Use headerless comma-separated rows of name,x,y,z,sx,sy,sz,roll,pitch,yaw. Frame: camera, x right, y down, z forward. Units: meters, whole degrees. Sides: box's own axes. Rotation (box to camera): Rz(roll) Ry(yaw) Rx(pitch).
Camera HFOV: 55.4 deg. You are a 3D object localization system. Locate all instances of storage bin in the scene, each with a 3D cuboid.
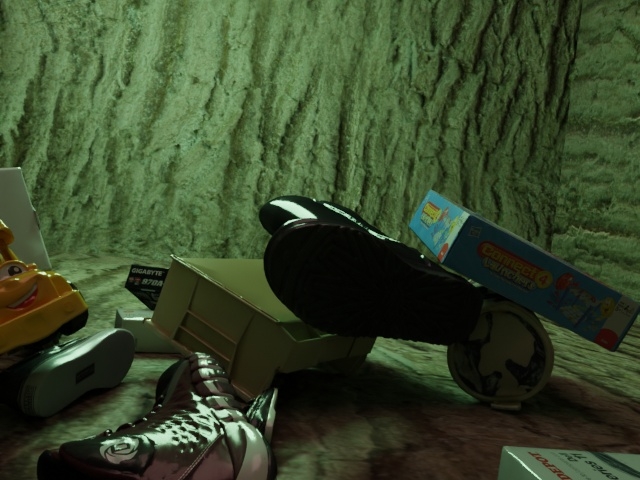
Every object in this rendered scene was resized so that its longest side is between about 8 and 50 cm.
storage bin,-0.081,0.129,0.957,0.260,0.123,0.262,28,12,31

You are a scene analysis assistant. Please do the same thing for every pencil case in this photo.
pencil case,0.316,0.171,1.106,0.160,0.183,0.410,-15,-1,14

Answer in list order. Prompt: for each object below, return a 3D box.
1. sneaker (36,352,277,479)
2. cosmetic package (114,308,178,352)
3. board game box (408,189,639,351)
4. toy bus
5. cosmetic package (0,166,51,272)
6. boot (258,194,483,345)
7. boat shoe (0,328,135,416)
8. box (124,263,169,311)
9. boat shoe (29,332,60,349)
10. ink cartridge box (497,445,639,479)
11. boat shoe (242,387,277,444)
sneaker,-0.156,0.168,0.528,0.163,0.106,0.281,3,4,-25
cosmetic package,-0.242,0.163,1.097,0.239,0.060,0.099,6,0,-25
board game box,0.326,0.036,1.043,0.308,0.086,0.302,27,10,-7
toy bus,-0.391,0.044,0.690,0.220,0.211,0.149,-19,6,44
cosmetic package,-0.639,0.007,0.937,0.155,0.196,0.366,-21,-6,35
boot,0.001,0.001,1.014,0.367,0.146,0.445,24,10,-31
boat shoe,-0.315,0.159,0.766,0.076,0.080,0.228,7,10,11
box,-0.263,0.120,1.216,0.175,0.051,0.220,6,-24,11
boat shoe,-0.478,0.123,0.992,0.105,0.110,0.307,2,-7,-19
ink cartridge box,0.254,0.224,0.452,0.209,0.086,0.153,6,1,-8
boat shoe,-0.072,0.202,0.709,0.038,0.046,0.125,11,9,-3
